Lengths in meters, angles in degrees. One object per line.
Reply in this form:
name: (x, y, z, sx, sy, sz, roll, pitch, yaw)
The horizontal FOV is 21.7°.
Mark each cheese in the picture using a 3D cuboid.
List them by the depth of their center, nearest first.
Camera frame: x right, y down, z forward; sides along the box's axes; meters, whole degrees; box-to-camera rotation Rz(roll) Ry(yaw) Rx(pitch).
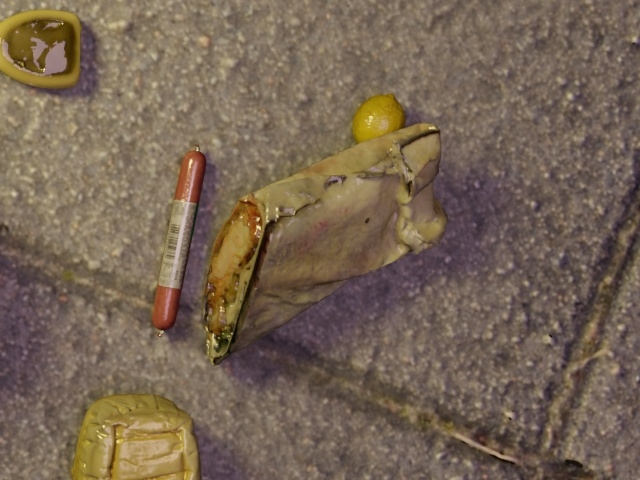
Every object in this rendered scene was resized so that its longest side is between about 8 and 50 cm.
cheese: (-0.341, -0.211, 1.814, 0.162, 0.036, 0.086, 2, 93, -20)

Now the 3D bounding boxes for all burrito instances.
burrito: (-0.005, -0.010, 1.905, 0.347, 0.107, 0.175, -29, 120, -11)

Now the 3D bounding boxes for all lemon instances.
lemon: (0.067, -0.133, 1.949, 0.062, 0.062, 0.083, 26, 88, -19)

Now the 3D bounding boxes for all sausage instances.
sausage: (-0.161, 0.000, 1.898, 0.029, 0.029, 0.223, 11, 91, -20)

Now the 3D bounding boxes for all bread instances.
bread: (-0.207, 0.290, 1.868, 0.140, 0.106, 0.236, 1, 95, -20)
